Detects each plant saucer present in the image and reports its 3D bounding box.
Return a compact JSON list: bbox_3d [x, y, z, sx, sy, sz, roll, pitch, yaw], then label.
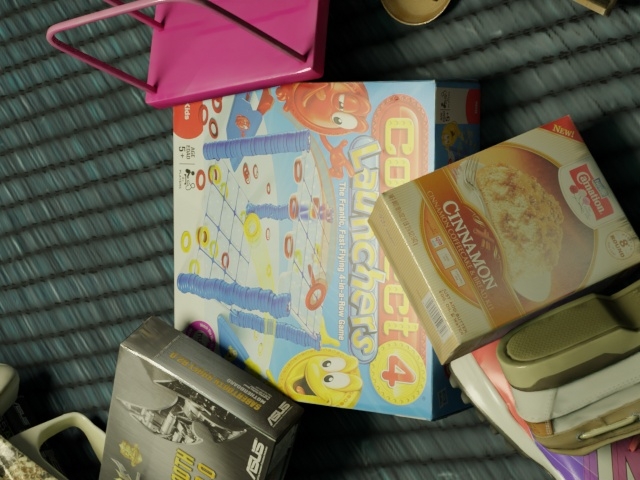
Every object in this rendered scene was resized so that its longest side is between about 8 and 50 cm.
[{"bbox_3d":[0.092,-0.242,1.273,0.083,0.015,0.083,4,96,34],"label":"plant saucer"}]

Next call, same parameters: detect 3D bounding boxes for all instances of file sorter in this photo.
[{"bbox_3d":[-0.119,-0.300,1.263,0.202,0.182,0.291,-7,71,35],"label":"file sorter"}]

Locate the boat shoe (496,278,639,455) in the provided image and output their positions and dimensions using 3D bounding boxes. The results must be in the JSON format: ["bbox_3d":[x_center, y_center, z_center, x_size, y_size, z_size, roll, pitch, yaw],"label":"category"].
[{"bbox_3d":[0.296,0.080,1.081,0.302,0.113,0.103,-19,111,10],"label":"boat shoe"}]

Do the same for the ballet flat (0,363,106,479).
[{"bbox_3d":[-0.338,0.247,1.506,0.482,0.182,0.164,34,153,11],"label":"ballet flat"}]

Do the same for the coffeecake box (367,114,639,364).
[{"bbox_3d":[0.156,-0.002,1.150,0.142,0.185,0.068,63,164,14],"label":"coffeecake box"}]

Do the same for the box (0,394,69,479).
[{"bbox_3d":[-0.372,0.312,1.622,0.184,0.045,0.191,-43,70,26],"label":"box"}]

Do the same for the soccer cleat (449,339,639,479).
[{"bbox_3d":[0.250,0.179,1.153,0.318,0.108,0.116,46,103,21],"label":"soccer cleat"}]

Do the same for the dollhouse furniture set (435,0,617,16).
[{"bbox_3d":[0.146,-0.302,1.176,0.242,0.161,0.212,42,110,47],"label":"dollhouse furniture set"}]

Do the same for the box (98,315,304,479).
[{"bbox_3d":[-0.125,0.209,1.364,0.183,0.056,0.231,30,133,15],"label":"box"}]

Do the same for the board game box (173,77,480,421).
[{"bbox_3d":[0.000,0.000,1.314,0.302,0.086,0.308,3,96,35],"label":"board game box"}]
